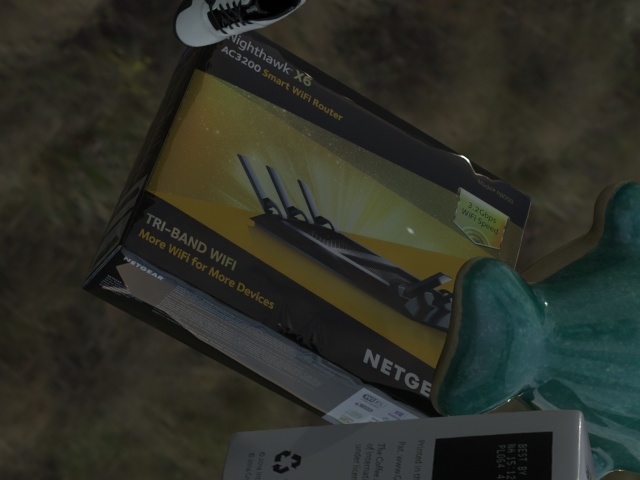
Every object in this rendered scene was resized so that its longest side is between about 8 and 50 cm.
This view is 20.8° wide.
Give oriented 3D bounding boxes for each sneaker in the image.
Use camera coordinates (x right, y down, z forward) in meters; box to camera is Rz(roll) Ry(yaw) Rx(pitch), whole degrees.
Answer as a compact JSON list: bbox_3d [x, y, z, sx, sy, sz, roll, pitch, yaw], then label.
[{"bbox_3d":[-0.048,-0.143,1.042,0.109,0.040,0.044,-24,-155,30],"label":"sneaker"}]

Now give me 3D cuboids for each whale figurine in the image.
[{"bbox_3d":[0.193,0.072,1.130,0.272,0.141,0.216,6,101,-45],"label":"whale figurine"}]

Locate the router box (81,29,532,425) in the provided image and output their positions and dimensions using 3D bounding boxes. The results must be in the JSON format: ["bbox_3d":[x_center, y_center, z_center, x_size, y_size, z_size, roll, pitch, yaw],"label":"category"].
[{"bbox_3d":[0.000,0.000,1.355,0.081,0.309,0.243,-41,-155,50],"label":"router box"}]

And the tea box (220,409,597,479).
[{"bbox_3d":[0.061,0.324,0.981,0.329,0.220,0.323,-78,158,-51],"label":"tea box"}]
